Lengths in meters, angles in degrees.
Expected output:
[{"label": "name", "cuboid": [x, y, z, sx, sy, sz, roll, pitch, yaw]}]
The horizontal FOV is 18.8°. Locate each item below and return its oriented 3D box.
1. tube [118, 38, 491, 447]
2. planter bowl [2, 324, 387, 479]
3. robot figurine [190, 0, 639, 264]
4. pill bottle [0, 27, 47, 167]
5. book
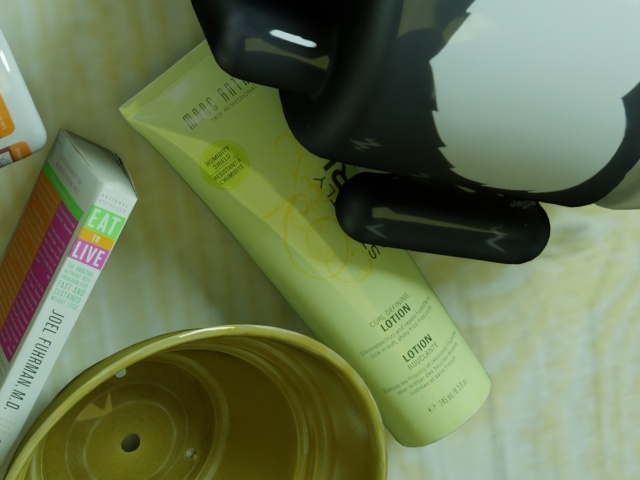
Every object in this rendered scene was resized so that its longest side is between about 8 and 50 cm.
[{"label": "tube", "cuboid": [0.000, 0.000, 0.990, 0.062, 0.070, 0.240, -24, 111, 31]}, {"label": "planter bowl", "cuboid": [-0.081, 0.121, 0.977, 0.217, 0.090, 0.217, -14, 121, -25]}, {"label": "robot figurine", "cuboid": [0.084, -0.107, 0.912, 0.278, 0.209, 0.173, 10, 64, -18]}, {"label": "pill bottle", "cuboid": [-0.212, -0.053, 0.900, 0.152, 0.086, 0.086, -24, 112, -7]}, {"label": "book", "cuboid": [-0.137, 0.026, 0.940, 0.035, 0.096, 0.144, 25, 100, -20]}]
